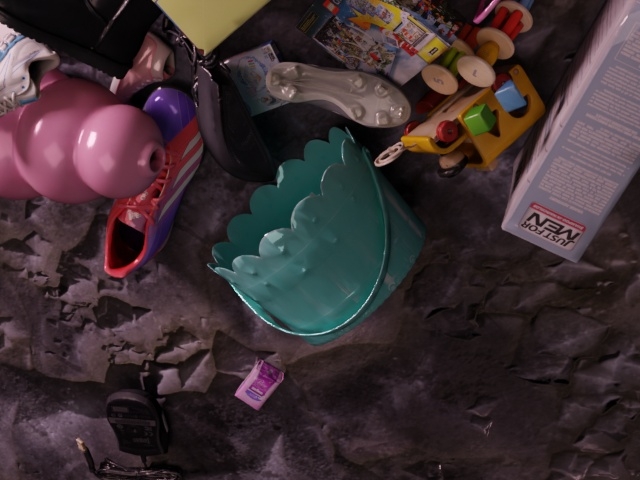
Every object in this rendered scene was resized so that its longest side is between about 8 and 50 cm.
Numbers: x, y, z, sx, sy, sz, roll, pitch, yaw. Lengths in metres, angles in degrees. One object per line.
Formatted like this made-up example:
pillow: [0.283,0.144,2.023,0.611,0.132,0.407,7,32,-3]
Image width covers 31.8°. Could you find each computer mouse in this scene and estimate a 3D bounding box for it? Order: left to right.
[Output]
computer mouse: [-0.351,0.339,1.997,0.184,0.060,0.262,-1,132,12]
computer mouse: [-0.147,-0.183,1.553,0.072,0.188,0.272,-31,122,-7]

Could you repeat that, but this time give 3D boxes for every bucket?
bucket: [0.000,0.000,1.563,0.183,0.281,0.281,43,123,-15]

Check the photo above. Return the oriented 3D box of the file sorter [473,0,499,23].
file sorter: [0.140,-0.423,1.300,0.291,0.182,0.202,37,123,-7]

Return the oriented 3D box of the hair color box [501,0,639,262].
hair color box: [0.361,-0.177,1.385,0.113,0.185,0.374,25,125,-1]

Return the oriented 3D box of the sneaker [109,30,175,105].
sneaker: [-0.254,-0.234,1.615,0.070,0.051,0.134,31,120,2]

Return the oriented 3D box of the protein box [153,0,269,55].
protein box: [-0.093,-0.369,1.392,0.200,0.201,0.136,-34,107,31]

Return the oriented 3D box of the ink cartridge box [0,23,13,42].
ink cartridge box: [-0.491,-0.361,1.586,0.203,0.086,0.148,1,122,15]

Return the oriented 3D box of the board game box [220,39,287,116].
board game box: [-0.086,-0.227,1.588,0.090,0.020,0.090,-17,115,25]

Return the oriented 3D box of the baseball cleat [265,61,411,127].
baseball cleat: [0.032,-0.205,1.511,0.206,0.109,0.072,19,107,13]

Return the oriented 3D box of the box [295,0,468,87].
box: [0.071,-0.273,1.415,0.159,0.044,0.233,38,164,-8]

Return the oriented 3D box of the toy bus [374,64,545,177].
toy bus: [0.195,-0.139,1.455,0.202,0.191,0.104,-26,111,28]

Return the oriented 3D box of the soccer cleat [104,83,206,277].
soccer cleat: [-0.252,-0.081,1.669,0.109,0.116,0.318,24,125,1]

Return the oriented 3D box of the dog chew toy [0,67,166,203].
dog chew toy: [-0.362,-0.143,1.582,0.332,0.206,0.206,14,125,28]

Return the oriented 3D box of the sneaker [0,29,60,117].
sneaker: [-0.418,-0.194,1.479,0.083,0.190,0.071,31,166,18]

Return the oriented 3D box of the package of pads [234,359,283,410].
package of pads: [-0.102,0.242,1.876,0.050,0.032,0.083,32,124,-7]

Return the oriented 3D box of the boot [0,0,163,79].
boot: [-0.309,-0.351,1.485,0.246,0.094,0.207,25,112,-29]

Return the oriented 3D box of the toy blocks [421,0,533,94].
toy blocks: [0.208,-0.260,1.434,0.054,0.148,0.123,46,155,-25]
